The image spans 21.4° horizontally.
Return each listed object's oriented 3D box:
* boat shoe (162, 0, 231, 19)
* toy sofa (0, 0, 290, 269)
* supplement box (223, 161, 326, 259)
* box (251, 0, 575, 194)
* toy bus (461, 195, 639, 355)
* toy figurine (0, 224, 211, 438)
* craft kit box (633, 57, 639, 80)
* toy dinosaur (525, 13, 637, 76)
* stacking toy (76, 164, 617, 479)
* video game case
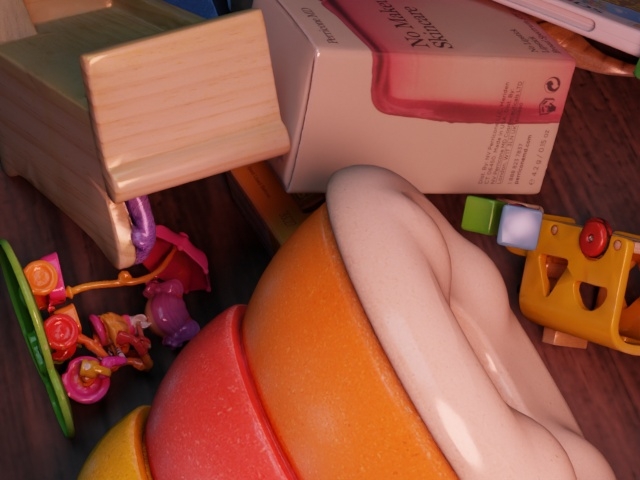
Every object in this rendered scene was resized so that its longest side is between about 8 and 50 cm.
[{"bbox_3d":[-0.141,-0.244,1.598,0.109,0.089,0.258,-19,60,12],"label":"boat shoe"},{"bbox_3d":[-0.167,-0.120,1.405,0.150,0.177,0.362,-18,23,-21],"label":"toy sofa"},{"bbox_3d":[0.000,0.000,1.413,0.078,0.080,0.233,-27,58,-10],"label":"supplement box"},{"bbox_3d":[0.064,-0.125,1.382,0.232,0.127,0.148,0,30,-24],"label":"box"},{"bbox_3d":[0.207,0.033,1.335,0.191,0.202,0.104,12,94,14],"label":"toy bus"},{"bbox_3d":[-0.162,0.056,1.392,0.159,0.130,0.173,-19,77,-15],"label":"toy figurine"},{"bbox_3d":[0.400,-0.071,1.282,0.250,0.061,0.246,11,22,-26],"label":"craft kit box"},{"bbox_3d":[0.208,-0.175,1.504,0.211,0.064,0.112,37,67,28],"label":"toy dinosaur"},{"bbox_3d":[-0.056,0.201,1.205,0.480,0.350,0.351,-32,55,12],"label":"stacking toy"},{"bbox_3d":[0.235,-0.210,1.468,0.193,0.023,0.212,26,22,24],"label":"video game case"}]
